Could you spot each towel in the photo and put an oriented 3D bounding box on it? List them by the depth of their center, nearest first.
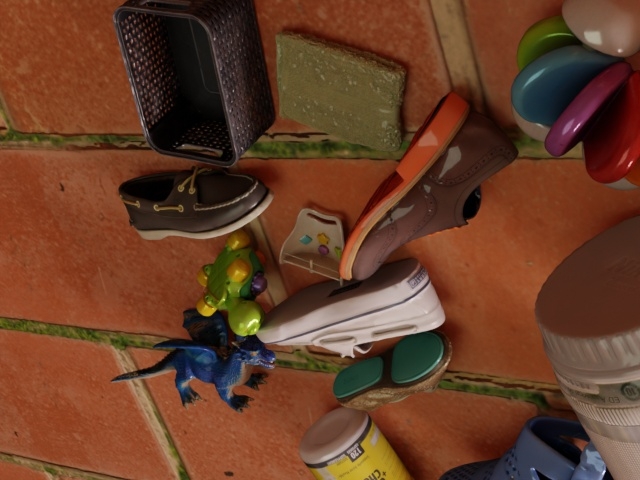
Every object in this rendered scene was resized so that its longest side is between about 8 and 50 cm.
[{"bbox_3d":[0.019,-0.153,1.192,0.148,0.027,0.110,20,134,22],"label":"towel"}]

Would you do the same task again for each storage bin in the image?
[{"bbox_3d":[-0.130,-0.180,1.234,0.122,0.084,0.180,12,133,27],"label":"storage bin"}]

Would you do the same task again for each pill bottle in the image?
[{"bbox_3d":[0.060,0.310,1.510,0.103,0.103,0.184,-17,114,43],"label":"pill bottle"}]

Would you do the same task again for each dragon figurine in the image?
[{"bbox_3d":[-0.159,0.144,1.536,0.289,0.085,0.144,6,129,31],"label":"dragon figurine"}]

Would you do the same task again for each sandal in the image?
[{"bbox_3d":[0.261,0.251,1.313,0.317,0.126,0.138,-18,110,35],"label":"sandal"}]

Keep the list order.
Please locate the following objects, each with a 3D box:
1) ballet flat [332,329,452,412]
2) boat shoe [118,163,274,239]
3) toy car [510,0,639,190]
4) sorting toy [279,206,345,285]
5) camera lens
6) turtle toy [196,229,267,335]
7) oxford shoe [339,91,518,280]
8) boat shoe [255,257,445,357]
[{"bbox_3d":[0.100,0.157,1.390,0.067,0.073,0.206,27,148,-29],"label":"ballet flat"},{"bbox_3d":[-0.152,-0.049,1.364,0.228,0.081,0.069,-7,125,42],"label":"boat shoe"},{"bbox_3d":[0.238,-0.112,0.987,0.182,0.136,0.159,35,139,6],"label":"toy car"},{"bbox_3d":[0.000,0.000,1.332,0.083,0.045,0.075,19,128,22],"label":"sorting toy"},{"bbox_3d":[0.343,0.132,1.062,0.219,0.219,0.274,-14,116,42],"label":"camera lens"},{"bbox_3d":[-0.099,0.057,1.400,0.066,0.130,0.095,24,128,-27],"label":"turtle toy"},{"bbox_3d":[0.101,-0.028,1.195,0.098,0.097,0.271,33,138,-2],"label":"oxford shoe"},{"bbox_3d":[0.029,0.096,1.352,0.258,0.095,0.084,-17,110,44],"label":"boat shoe"}]
